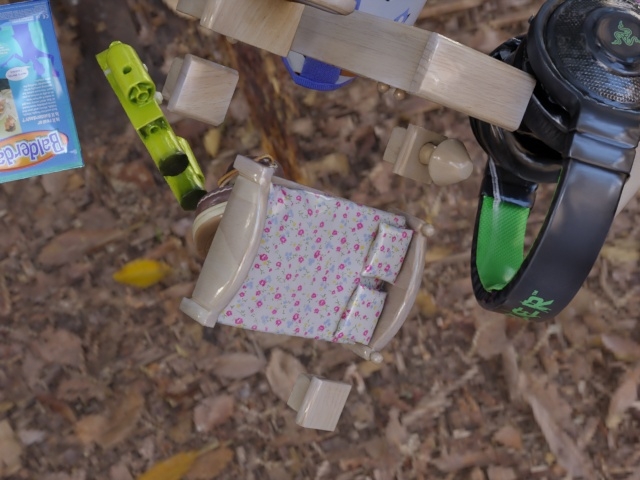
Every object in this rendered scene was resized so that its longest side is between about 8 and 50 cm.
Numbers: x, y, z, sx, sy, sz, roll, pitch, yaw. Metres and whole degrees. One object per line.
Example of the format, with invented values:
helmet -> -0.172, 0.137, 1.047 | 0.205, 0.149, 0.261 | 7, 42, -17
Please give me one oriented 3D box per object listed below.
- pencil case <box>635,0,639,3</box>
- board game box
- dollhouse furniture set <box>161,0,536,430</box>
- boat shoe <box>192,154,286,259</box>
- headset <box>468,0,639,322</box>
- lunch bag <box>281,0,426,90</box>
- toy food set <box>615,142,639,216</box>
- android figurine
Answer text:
pencil case -> 0.423, -0.230, 1.187 | 0.284, 0.124, 0.124 | -1, 27, -36
board game box -> -0.389, -0.176, 1.412 | 0.160, 0.210, 0.047 | -13, 9, -22
dollhouse furniture set -> 0.000, 0.000, 0.913 | 0.174, 0.303, 0.355 | 28, 100, 48
boat shoe -> -0.092, -0.048, 1.488 | 0.123, 0.342, 0.123 | -20, 82, 13
headset -> 0.181, -0.134, 0.967 | 0.185, 0.243, 0.394 | 17, 82, -6
lunch bag -> 0.057, -0.382, 1.153 | 0.239, 0.328, 0.385 | 17, 65, -1
toy food set -> 0.425, -0.152, 1.568 | 0.092, 0.219, 0.306 | 36, 47, 6
android figurine -> -0.235, -0.169, 1.618 | 0.056, 0.248, 0.273 | -29, 53, -3
